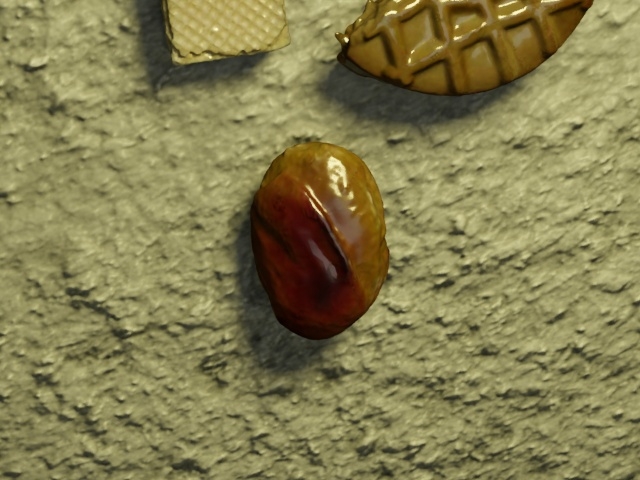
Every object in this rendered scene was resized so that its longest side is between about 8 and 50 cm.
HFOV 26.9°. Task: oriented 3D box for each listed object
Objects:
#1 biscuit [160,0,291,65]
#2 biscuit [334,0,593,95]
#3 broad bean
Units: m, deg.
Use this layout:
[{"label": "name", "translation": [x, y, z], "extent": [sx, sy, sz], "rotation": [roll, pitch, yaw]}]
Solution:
[{"label": "biscuit", "translation": [-0.127, -0.398, 1.376], "extent": [0.144, 0.078, 0.426], "rotation": [-9, 109, -5]}, {"label": "biscuit", "translation": [0.175, -0.326, 1.433], "extent": [0.268, 0.115, 0.366], "rotation": [12, 108, -13]}, {"label": "broad bean", "translation": [-0.001, -0.001, 1.516], "extent": [0.156, 0.122, 0.229], "rotation": [0, 105, 18]}]
